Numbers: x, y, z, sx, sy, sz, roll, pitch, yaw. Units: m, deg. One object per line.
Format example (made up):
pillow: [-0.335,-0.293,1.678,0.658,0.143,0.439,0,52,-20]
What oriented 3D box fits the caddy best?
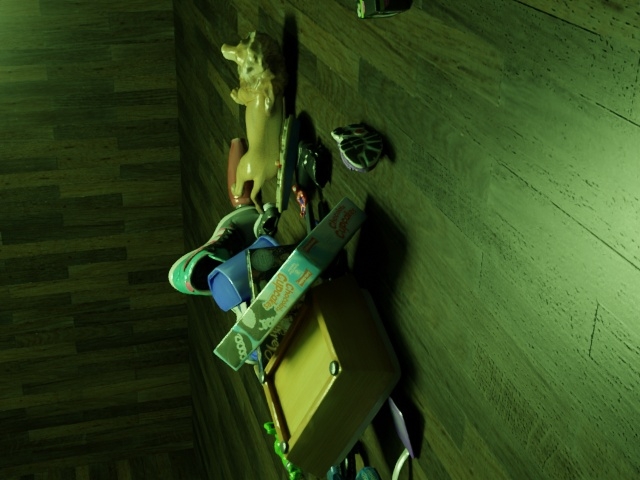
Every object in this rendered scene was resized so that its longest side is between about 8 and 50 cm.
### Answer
caddy: [-0.106,0.121,2.014,0.241,0.179,0.341,59,163,1]

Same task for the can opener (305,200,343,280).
can opener: [0.000,0.000,1.784,0.073,0.059,0.186,105,154,-54]

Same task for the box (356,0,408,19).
box: [0.087,-0.356,1.342,0.083,0.052,0.062,-162,65,-72]

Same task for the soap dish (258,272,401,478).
soap dish: [0.007,0.233,1.603,0.291,0.118,0.229,-61,34,34]

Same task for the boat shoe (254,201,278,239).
boat shoe: [-0.131,-0.036,2.270,0.142,0.049,0.040,109,151,-52]

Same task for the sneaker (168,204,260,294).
sneaker: [-0.235,0.031,2.301,0.124,0.295,0.178,52,169,-24]

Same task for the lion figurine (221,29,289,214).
lion figurine: [-0.129,-0.248,2.018,0.240,0.142,0.392,-168,70,-76]

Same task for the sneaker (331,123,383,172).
sneaker: [0.067,-0.141,1.518,0.170,0.068,0.071,-112,5,-68]

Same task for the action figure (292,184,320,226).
action figure: [-0.028,-0.058,1.860,0.038,0.030,0.115,166,81,-79]

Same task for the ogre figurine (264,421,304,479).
ogre figurine: [-0.068,0.438,2.139,0.118,0.097,0.197,20,127,60]

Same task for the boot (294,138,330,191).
boot: [-0.013,-0.132,1.818,0.099,0.045,0.121,-128,33,-52]

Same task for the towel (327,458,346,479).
towel: [0.037,0.469,1.890,0.119,0.029,0.067,106,154,-54]

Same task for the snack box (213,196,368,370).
snack box: [-0.054,0.078,1.616,0.060,0.187,0.322,41,130,1]

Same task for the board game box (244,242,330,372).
board game box: [-0.052,0.129,1.827,0.042,0.165,0.243,165,98,-75]

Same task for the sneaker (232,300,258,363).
sneaker: [-0.159,0.138,2.337,0.315,0.127,0.182,-108,31,-49]

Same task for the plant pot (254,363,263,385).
plant pot: [-0.052,0.345,1.957,0.236,0.032,0.236,50,180,0]

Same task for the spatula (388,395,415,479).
spatula: [0.129,0.390,1.522,0.084,0.030,0.296,-126,33,-63]

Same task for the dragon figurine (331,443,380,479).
dragon figurine: [0.064,0.465,1.682,0.289,0.085,0.144,-129,36,-66]

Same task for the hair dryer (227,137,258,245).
hair dryer: [-0.218,-0.132,2.489,0.223,0.080,0.293,-122,30,-59]

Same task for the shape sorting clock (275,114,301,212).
shape sorting clock: [-0.074,-0.160,1.940,0.206,0.040,0.206,-171,90,-87]
